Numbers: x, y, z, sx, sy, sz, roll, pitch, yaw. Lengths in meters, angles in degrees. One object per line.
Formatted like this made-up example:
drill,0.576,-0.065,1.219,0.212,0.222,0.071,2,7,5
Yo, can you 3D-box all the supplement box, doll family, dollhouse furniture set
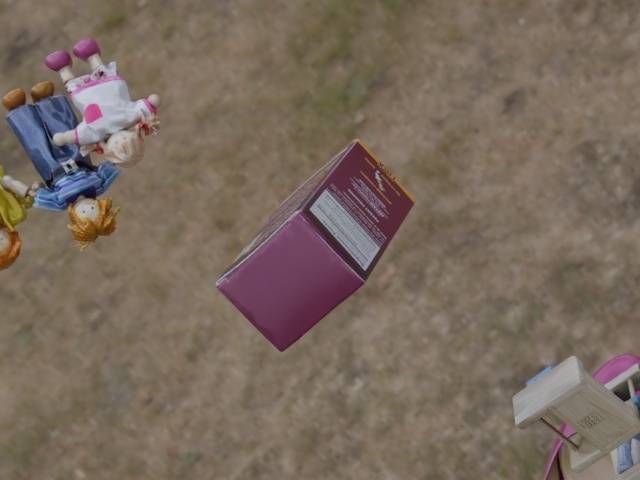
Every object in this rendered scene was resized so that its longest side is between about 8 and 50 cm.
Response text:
supplement box,0.000,0.000,1.273,0.104,0.081,0.188,-41,6,27
doll family,-0.266,-0.062,1.402,0.263,0.118,0.163,-24,66,-11
dollhouse furniture set,0.280,0.136,1.362,0.129,0.184,0.129,-40,27,27

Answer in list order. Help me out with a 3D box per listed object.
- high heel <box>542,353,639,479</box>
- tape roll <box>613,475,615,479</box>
high heel,0.293,0.313,1.715,0.127,0.181,0.377,16,94,19
tape roll,0.428,0.280,1.487,0.246,0.246,0.169,-28,45,17
